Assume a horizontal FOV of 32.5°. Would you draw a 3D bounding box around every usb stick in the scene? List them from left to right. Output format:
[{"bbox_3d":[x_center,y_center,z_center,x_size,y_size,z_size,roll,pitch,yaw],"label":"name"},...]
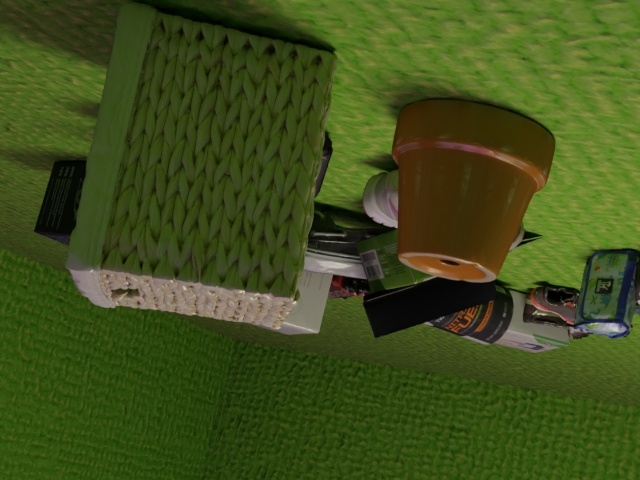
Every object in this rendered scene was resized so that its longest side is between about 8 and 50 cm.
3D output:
[{"bbox_3d":[-0.028,-0.114,1.696,0.077,0.045,0.278,15,168,-2],"label":"usb stick"}]

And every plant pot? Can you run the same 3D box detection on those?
[{"bbox_3d":[0.179,-0.053,1.398,0.205,0.188,0.205,13,168,3],"label":"plant pot"}]

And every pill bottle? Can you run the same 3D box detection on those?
[{"bbox_3d":[0.262,0.120,2.235,0.245,0.130,0.130,20,167,-28],"label":"pill bottle"}]

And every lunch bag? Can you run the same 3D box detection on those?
[{"bbox_3d":[0.489,0.089,1.846,0.096,0.129,0.151,14,169,-3],"label":"lunch bag"}]

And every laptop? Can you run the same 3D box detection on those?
[{"bbox_3d":[0.187,0.074,1.993,0.234,0.136,0.264,-17,-157,2],"label":"laptop"}]

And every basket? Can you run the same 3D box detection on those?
[{"bbox_3d":[-0.145,-0.075,1.371,0.266,0.331,0.328,9,169,-5],"label":"basket"}]

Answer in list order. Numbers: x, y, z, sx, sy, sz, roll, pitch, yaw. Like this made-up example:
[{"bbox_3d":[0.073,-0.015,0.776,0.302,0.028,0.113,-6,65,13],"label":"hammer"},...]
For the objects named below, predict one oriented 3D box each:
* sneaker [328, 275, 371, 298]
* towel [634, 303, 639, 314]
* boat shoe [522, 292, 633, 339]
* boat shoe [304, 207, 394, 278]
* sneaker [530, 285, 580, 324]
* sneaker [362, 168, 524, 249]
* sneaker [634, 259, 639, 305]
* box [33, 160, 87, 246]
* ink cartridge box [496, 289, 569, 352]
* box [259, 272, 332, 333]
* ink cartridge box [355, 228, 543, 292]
[{"bbox_3d":[0.058,0.074,2.336,0.276,0.098,0.135,8,167,34],"label":"sneaker"},{"bbox_3d":[0.806,0.176,2.130,0.336,0.040,0.243,21,168,-23],"label":"towel"},{"bbox_3d":[0.525,0.168,2.261,0.223,0.073,0.080,16,-173,4],"label":"boat shoe"},{"bbox_3d":[0.000,0.000,2.015,0.335,0.119,0.121,9,176,-11],"label":"boat shoe"},{"bbox_3d":[0.499,0.127,2.180,0.158,0.061,0.065,13,158,-10],"label":"sneaker"},{"bbox_3d":[0.193,-0.041,1.647,0.252,0.103,0.111,15,170,-8],"label":"sneaker"},{"bbox_3d":[0.604,0.075,1.799,0.132,0.086,0.228,0,172,33],"label":"sneaker"},{"bbox_3d":[-0.431,-0.065,2.120,0.207,0.153,0.108,6,166,37],"label":"box"},{"bbox_3d":[0.442,0.180,2.403,0.154,0.093,0.212,15,170,-6],"label":"ink cartridge box"},{"bbox_3d":[-0.161,0.035,2.120,0.345,0.215,0.168,19,167,-20],"label":"box"},{"bbox_3d":[0.216,0.002,1.876,0.255,0.097,0.189,-18,180,-22],"label":"ink cartridge box"}]
